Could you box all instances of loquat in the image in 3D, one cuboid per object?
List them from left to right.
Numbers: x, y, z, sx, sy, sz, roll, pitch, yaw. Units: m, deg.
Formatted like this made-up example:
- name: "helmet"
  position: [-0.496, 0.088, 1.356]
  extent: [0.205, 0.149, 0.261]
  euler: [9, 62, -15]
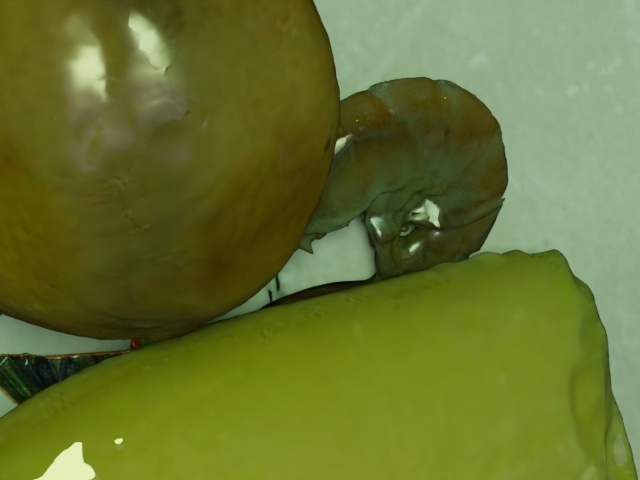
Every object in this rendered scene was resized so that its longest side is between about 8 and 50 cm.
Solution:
- name: "loquat"
  position: [-0.102, -0.069, 0.692]
  extent: [0.193, 0.238, 0.238]
  euler: [-37, 113, -43]

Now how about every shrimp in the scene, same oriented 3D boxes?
- name: "shrimp"
  position: [-0.001, -0.002, 0.812]
  extent: [0.236, 0.053, 0.133]
  euler: [-28, 125, -7]

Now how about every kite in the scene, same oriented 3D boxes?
- name: "kite"
  position: [-0.100, 0.081, 0.831]
  extent: [0.190, 0.010, 0.159]
  euler: [-2, 103, -10]

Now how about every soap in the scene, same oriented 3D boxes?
- name: "soap"
  position: [-0.022, 0.184, 0.791]
  extent: [0.427, 0.115, 0.306]
  euler: [-18, 113, -22]
